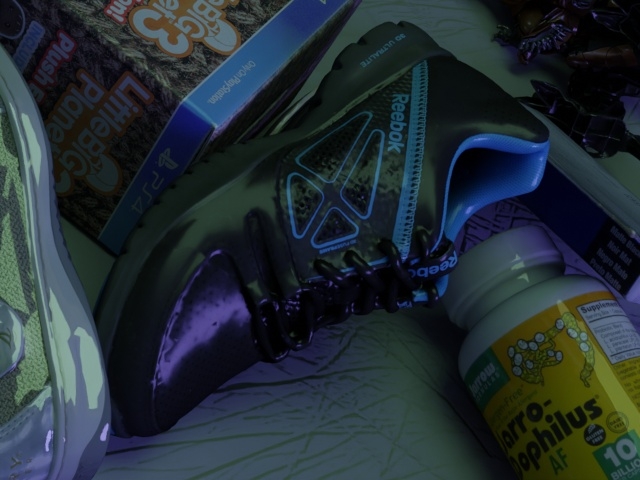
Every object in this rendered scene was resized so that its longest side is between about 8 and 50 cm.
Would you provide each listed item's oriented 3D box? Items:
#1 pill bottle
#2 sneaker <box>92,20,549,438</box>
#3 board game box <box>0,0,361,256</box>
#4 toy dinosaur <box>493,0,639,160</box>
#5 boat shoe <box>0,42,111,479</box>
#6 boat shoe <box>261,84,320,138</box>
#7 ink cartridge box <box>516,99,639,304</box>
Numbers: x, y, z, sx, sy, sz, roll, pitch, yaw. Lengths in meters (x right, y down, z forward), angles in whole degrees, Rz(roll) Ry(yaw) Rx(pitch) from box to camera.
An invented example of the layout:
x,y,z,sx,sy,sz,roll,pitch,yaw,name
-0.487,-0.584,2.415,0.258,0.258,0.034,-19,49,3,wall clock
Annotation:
x,y,z,sx,sy,sz,roll,pitch,yaw,name
0.163,0.097,1.092,0.117,0.117,0.208,-9,60,-39,pill bottle
0.000,0.000,0.989,0.140,0.125,0.341,33,63,24,sneaker
-0.153,-0.171,1.094,0.291,0.141,0.232,38,43,1,board game box
0.256,-0.172,1.376,0.322,0.164,0.218,17,25,8,toy dinosaur
-0.212,-0.004,0.934,0.103,0.118,0.320,-5,66,-36,boat shoe
-0.024,-0.063,1.158,0.042,0.049,0.133,42,44,-4,boat shoe
0.170,-0.036,1.167,0.223,0.045,0.224,46,14,30,ink cartridge box
